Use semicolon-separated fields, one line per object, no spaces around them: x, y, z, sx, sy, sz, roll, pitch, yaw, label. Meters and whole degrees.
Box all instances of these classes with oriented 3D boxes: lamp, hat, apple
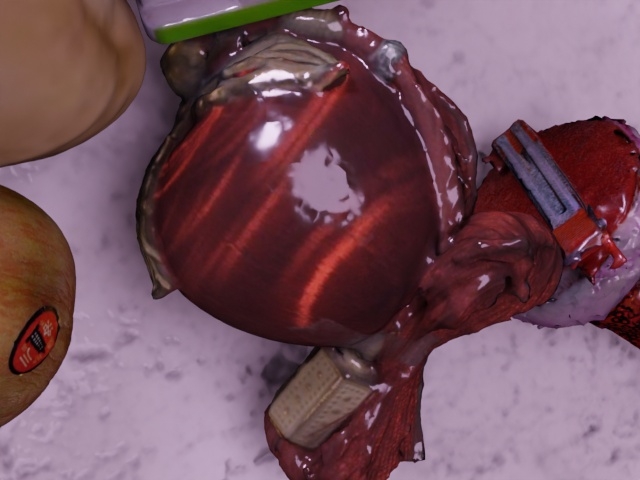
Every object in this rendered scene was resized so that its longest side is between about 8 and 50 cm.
-0.008;0.001;0.819;0.223;0.215;0.151;50;33;13;lamp
0.178;0.030;0.948;0.129;0.140;0.227;-51;125;-7;hat
-0.173;0.029;0.748;0.102;0.126;0.126;31;76;-46;apple

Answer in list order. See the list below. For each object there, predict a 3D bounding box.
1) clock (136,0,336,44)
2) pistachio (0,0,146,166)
0.000;-0.264;0.701;0.235;0.309;0.166;-14;54;-3;clock
-0.207;-0.117;0.709;0.293;0.181;0.162;17;43;-27;pistachio
